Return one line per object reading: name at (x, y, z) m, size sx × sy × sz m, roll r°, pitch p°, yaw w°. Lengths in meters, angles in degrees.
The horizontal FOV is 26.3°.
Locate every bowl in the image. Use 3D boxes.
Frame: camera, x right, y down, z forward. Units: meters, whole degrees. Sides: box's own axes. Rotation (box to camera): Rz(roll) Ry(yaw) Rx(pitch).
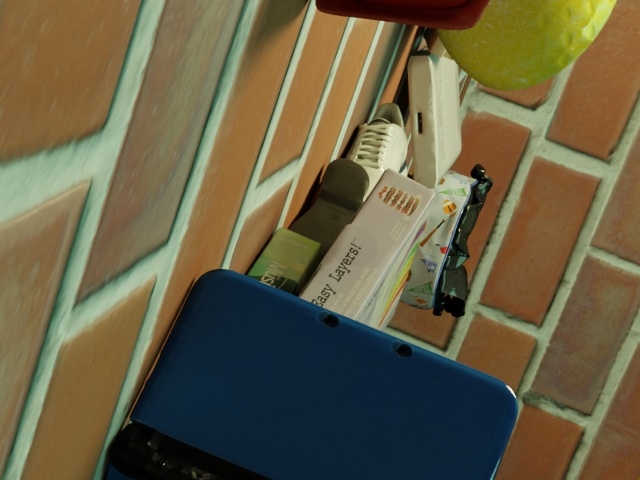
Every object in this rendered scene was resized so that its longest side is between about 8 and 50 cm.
bowl at (0.238, -0.359, 1.801) m, size 0.156 × 0.289 × 0.289 m, roll 22°, pitch 90°, yaw -41°

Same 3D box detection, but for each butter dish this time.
butter dish at (0.072, -0.267, 1.114) m, size 0.160 × 0.160 × 0.118 m, roll -65°, pitch 149°, yaw -21°

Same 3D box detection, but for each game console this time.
game console at (-0.017, 0.208, 1.152) m, size 0.173 × 0.293 × 0.250 m, roll -59°, pitch 169°, yaw -52°

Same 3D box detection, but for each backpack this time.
backpack at (0.169, -0.011, 2.285) m, size 0.263 × 0.213 × 0.276 m, roll -53°, pitch 156°, yaw -87°

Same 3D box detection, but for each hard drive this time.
hard drive at (0.186, -0.210, 2.194) m, size 0.307 × 0.040 × 0.203 m, roll -47°, pitch 135°, yaw -72°

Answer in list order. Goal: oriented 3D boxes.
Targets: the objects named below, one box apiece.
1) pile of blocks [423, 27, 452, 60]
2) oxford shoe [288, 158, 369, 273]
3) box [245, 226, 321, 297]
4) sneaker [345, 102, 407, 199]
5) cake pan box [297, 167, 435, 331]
pile of blocks at (0.274, -0.422, 2.042) m, size 0.149 × 0.113 × 0.362 m, roll -173°, pitch -75°, yaw -79°
oxford shoe at (0.000, 0.000, 1.585) m, size 0.212 × 0.076 × 0.076 m, roll -61°, pitch 180°, yaw -43°
box at (-0.096, 0.161, 1.389) m, size 0.322 × 0.058 × 0.232 m, roll -61°, pitch 171°, yaw -54°
sneaker at (0.062, -0.100, 1.757) m, size 0.235 × 0.090 × 0.094 m, roll -66°, pitch 165°, yaw -63°
cake pan box at (0.019, 0.090, 1.473) m, size 0.267 × 0.070 × 0.245 m, roll -55°, pitch 165°, yaw -37°
